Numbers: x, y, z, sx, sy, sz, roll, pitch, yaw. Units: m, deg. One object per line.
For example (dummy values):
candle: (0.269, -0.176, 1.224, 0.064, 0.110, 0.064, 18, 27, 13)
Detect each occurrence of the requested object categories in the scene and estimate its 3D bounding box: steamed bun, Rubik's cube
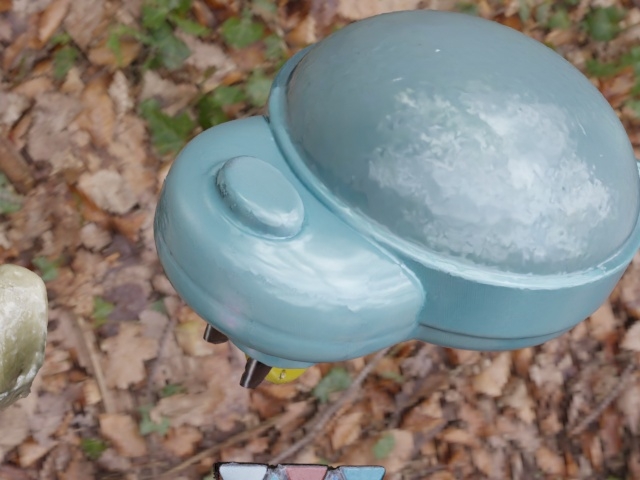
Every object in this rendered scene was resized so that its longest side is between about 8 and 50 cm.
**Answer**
steamed bun: (-0.399, 0.140, 1.628, 0.110, 0.212, 0.231, 30, 14, 11)
Rubik's cube: (-0.063, 0.379, 1.867, 0.250, 0.234, 0.284, -35, 101, -34)

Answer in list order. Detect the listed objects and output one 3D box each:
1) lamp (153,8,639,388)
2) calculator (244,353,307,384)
lamp: (0.048, -0.028, 0.691, 0.284, 0.147, 0.209, -28, 55, -21)
calculator: (0.000, 0.000, 1.038, 0.146, 0.032, 0.234, 31, 78, -63)
